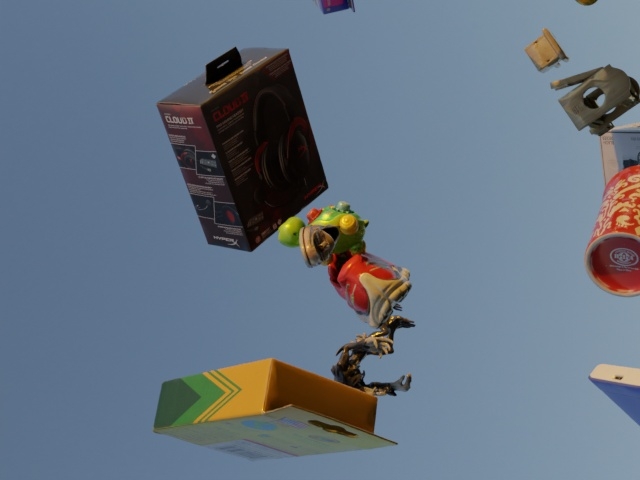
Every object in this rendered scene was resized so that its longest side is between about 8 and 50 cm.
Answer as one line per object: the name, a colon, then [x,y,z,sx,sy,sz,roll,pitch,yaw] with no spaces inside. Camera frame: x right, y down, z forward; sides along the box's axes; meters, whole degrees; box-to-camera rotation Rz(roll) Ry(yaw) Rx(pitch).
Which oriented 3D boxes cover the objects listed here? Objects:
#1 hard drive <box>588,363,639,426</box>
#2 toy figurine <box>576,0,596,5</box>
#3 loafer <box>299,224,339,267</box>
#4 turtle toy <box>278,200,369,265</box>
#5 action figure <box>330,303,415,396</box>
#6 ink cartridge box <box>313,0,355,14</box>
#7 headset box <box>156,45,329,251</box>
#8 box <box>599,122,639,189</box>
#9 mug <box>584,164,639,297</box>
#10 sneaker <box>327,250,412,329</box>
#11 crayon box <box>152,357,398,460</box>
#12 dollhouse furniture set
hard drive: [0.623,0.335,1.606,0.318,0.210,0.040,42,-99,-3]
toy figurine: [0.279,-0.427,0.932,0.362,0.217,0.191,-42,-37,-9]
loafer: [0.000,0.000,1.101,0.125,0.039,0.045,-75,-32,-79]
turtle toy: [0.004,-0.013,1.319,0.095,0.130,0.066,67,-170,-60]
action figure: [0.112,0.250,1.976,0.276,0.140,0.164,-62,-39,-33]
ink cartridge box: [-0.002,-0.551,1.822,0.311,0.065,0.186,-115,12,-63]
headset box: [-0.123,-0.164,1.531,0.218,0.110,0.293,-41,-54,-38]
box: [0.565,-0.052,1.601,0.087,0.169,0.290,-10,-82,-11]
mug: [0.407,-0.017,1.173,0.113,0.150,0.169,54,-141,-8]
sneaker: [0.065,0.051,1.403,0.118,0.279,0.107,41,-93,-1]
crayon box: [-0.065,0.244,1.334,0.202,0.318,0.081,27,-120,-35]
dollhouse furniture set: [0.422,-0.261,1.477,0.161,0.101,0.182,59,-156,11]
